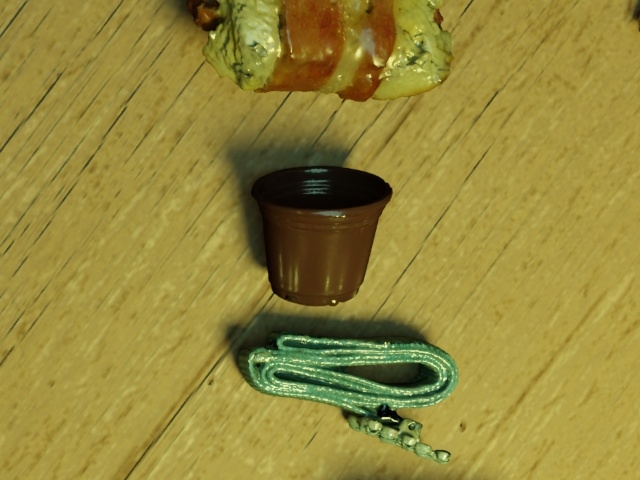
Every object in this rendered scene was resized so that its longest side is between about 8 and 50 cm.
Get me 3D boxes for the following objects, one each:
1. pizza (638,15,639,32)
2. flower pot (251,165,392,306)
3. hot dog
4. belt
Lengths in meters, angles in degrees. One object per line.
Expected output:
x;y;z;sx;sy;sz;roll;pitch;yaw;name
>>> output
0.383;-0.242;1.176;0.271;0.056;0.134;-37;108;-6;pizza
0.000;0.000;1.089;0.111;0.111;0.089;-4;111;-15;flower pot
0.000;-0.172;1.065;0.213;0.103;0.146;9;74;-25;hot dog
0.021;0.122;1.131;0.179;0.065;0.100;8;87;-14;belt
